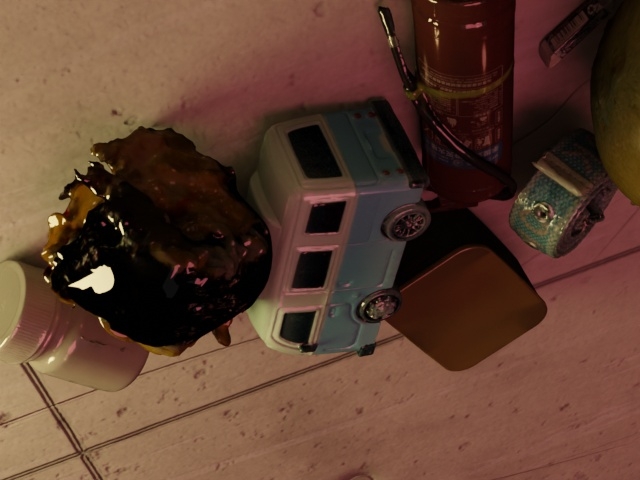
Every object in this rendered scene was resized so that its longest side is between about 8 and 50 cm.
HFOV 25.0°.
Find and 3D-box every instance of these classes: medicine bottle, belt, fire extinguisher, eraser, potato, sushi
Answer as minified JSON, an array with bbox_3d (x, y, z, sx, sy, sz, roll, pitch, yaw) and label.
[{"bbox_3d":[-0.267,0.091,1.501,0.168,0.105,0.105,23,123,-41],"label":"medicine bottle"},{"bbox_3d":[0.269,-0.047,1.549,0.163,0.082,0.148,-35,155,-45],"label":"belt"},{"bbox_3d":[0.130,-0.136,1.436,0.141,0.105,0.341,14,143,17],"label":"fire extinguisher"},{"bbox_3d":[0.258,-0.214,1.453,0.099,0.027,0.019,-43,137,22],"label":"eraser"},{"bbox_3d":[0.383,-0.168,1.351,0.219,0.270,0.359,8,147,-9],"label":"potato"},{"bbox_3d":[-0.160,0.017,1.397,0.213,0.200,0.204,-10,144,-44],"label":"sushi"}]

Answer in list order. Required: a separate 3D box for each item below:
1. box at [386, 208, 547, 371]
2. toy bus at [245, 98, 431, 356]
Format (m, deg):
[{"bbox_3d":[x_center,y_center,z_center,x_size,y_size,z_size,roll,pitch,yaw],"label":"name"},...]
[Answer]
[{"bbox_3d":[0.152,0.050,1.651,0.144,0.090,0.201,-35,138,16],"label":"box"},{"bbox_3d":[0.000,0.000,1.494,0.164,0.133,0.271,-7,138,-20],"label":"toy bus"}]
